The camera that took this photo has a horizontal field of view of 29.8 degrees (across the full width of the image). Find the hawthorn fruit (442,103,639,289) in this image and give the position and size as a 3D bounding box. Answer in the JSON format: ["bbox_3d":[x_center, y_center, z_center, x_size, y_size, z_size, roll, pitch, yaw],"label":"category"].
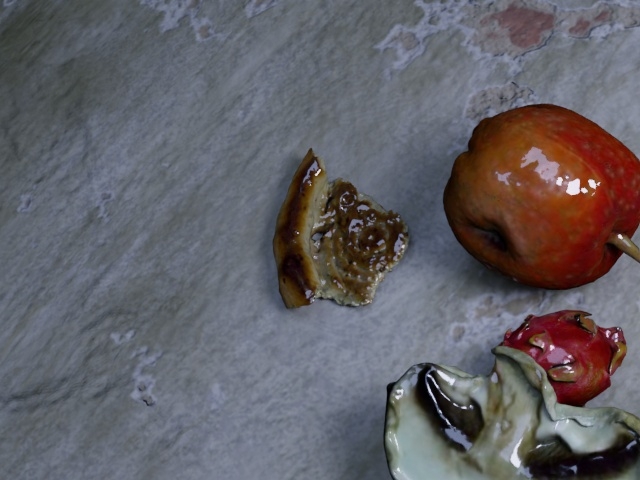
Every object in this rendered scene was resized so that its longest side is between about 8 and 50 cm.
[{"bbox_3d":[0.295,-0.058,1.575,0.262,0.258,0.258,14,63,1],"label":"hawthorn fruit"}]

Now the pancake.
[{"bbox_3d":[0.000,0.000,1.770,0.212,0.056,0.257,-44,53,-8],"label":"pancake"}]

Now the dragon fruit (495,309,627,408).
[{"bbox_3d":[0.305,0.152,1.508,0.166,0.136,0.133,-11,87,-14],"label":"dragon fruit"}]

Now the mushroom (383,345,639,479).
[{"bbox_3d":[0.242,0.251,1.431,0.344,0.130,0.247,2,86,29],"label":"mushroom"}]
